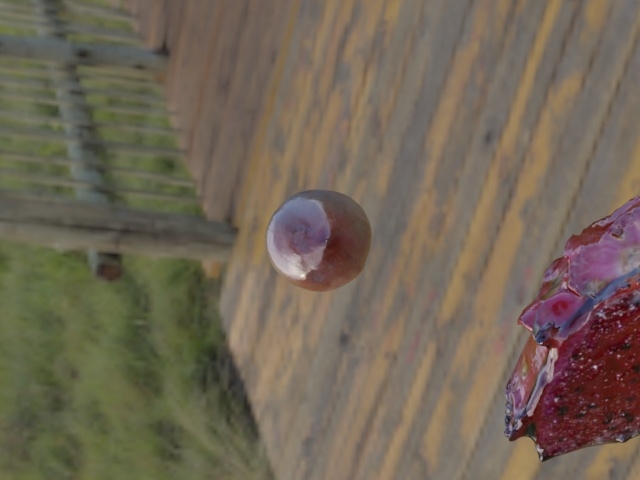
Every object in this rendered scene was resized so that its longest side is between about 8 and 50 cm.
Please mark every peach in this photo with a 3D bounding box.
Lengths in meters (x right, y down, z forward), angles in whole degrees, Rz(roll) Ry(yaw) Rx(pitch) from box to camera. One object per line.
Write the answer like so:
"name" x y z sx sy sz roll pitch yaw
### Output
"peach" -0.001 0.001 1.024 0.083 0.083 0.083 -175 90 -68

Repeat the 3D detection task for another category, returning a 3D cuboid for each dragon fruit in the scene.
"dragon fruit" 0.231 0.046 0.918 0.189 0.261 0.163 -125 17 -82
